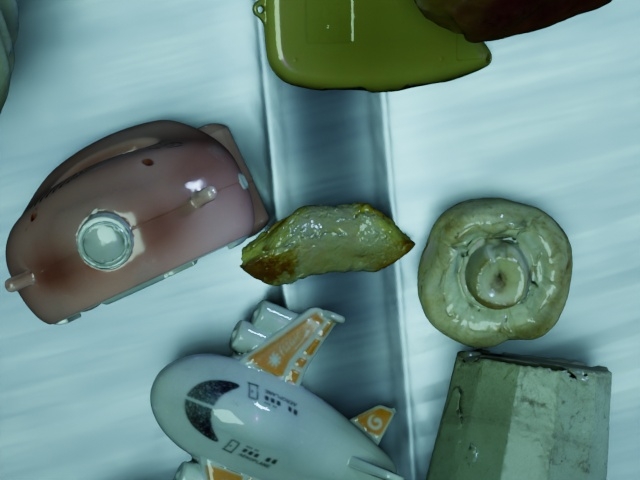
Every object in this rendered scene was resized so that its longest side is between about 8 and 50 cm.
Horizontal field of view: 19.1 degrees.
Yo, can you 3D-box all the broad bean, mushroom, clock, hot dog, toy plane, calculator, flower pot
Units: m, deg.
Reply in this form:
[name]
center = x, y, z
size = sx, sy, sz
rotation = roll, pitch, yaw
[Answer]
[broad bean]
center = 0.175, -0.252, 1.652
size = 0.228, 0.122, 0.156
rotation = -13, 136, -21
[mushroom]
center = 0.159, 0.029, 1.731
size = 0.148, 0.112, 0.148
rotation = -1, 96, -6
[clock]
center = -0.175, -0.021, 1.674
size = 0.227, 0.241, 0.142
rotation = -24, 95, 7
[hot dog]
center = 0.000, -0.001, 1.755
size = 0.169, 0.061, 0.078
rotation = -5, 139, -19
[toy plane]
center = -0.041, 0.176, 1.751
size = 0.244, 0.117, 0.245
rotation = 0, 91, -14
[calculator]
center = 0.052, -0.209, 1.687
size = 0.236, 0.033, 0.157
rotation = -5, 102, -21
[flower pot]
center = 0.176, 0.206, 1.723
size = 0.212, 0.212, 0.203
rotation = 6, 92, 1

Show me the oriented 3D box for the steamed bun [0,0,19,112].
[steamed bun]
center = -0.356, -0.259, 1.605
size = 0.237, 0.346, 0.394
rotation = -24, 73, -8
